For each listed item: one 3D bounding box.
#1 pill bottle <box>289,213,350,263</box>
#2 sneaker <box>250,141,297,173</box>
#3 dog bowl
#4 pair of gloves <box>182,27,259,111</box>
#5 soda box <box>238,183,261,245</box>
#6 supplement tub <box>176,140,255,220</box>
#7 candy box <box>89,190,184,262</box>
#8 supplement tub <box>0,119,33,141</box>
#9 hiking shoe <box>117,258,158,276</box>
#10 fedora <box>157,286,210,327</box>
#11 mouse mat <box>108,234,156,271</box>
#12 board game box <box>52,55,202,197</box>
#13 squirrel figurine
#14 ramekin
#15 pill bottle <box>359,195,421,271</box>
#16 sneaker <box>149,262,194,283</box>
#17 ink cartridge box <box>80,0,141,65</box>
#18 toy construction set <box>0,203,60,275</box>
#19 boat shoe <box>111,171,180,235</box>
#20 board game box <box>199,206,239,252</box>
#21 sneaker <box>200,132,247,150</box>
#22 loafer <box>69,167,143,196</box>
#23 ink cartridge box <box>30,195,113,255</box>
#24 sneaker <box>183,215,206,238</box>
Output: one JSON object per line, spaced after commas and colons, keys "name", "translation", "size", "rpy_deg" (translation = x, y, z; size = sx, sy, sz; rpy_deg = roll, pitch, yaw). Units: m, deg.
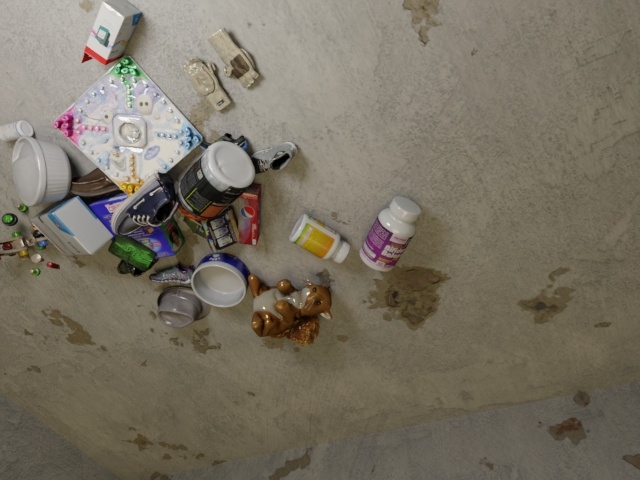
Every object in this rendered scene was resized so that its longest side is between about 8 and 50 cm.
{"name": "pill bottle", "translation": [0.000, 0.000, 1.793], "size": [0.245, 0.136, 0.136], "rpy_deg": [30, 122, -14]}
{"name": "sneaker", "translation": [-0.202, -0.304, 1.606], "size": [0.228, 0.132, 0.086], "rpy_deg": [-23, 119, 19]}
{"name": "dog bowl", "translation": [-0.477, 0.192, 1.991], "size": [0.264, 0.104, 0.265], "rpy_deg": [3, 125, 4]}
{"name": "pair of gloves", "translation": [-0.353, -0.604, 1.472], "size": [0.240, 0.042, 0.204], "rpy_deg": [-31, 120, 26]}
{"name": "soda box", "translation": [-0.303, -0.112, 1.773], "size": [0.083, 0.092, 0.264], "rpy_deg": [7, 125, -1]}
{"name": "supplement tub", "translation": [-0.422, -0.218, 1.614], "size": [0.207, 0.207, 0.337], "rpy_deg": [41, 136, -21]}
{"name": "candy box", "translation": [-0.801, -0.073, 1.832], "size": [0.267, 0.122, 0.317], "rpy_deg": [-8, 124, 12]}
{"name": "supplement tub", "translation": [-1.219, -0.436, 1.653], "size": [0.107, 0.071, 0.071], "rpy_deg": [-8, 123, 12]}
{"name": "hiking shoe", "translation": [-0.895, 0.125, 1.980], "size": [0.226, 0.114, 0.086], "rpy_deg": [-18, 120, 17]}
{"name": "fedora", "translation": [-0.719, 0.363, 2.121], "size": [0.275, 0.124, 0.244], "rpy_deg": [7, 125, 1]}
{"name": "mouse mat", "translation": [-0.842, 0.052, 1.847], "size": [0.189, 0.007, 0.153], "rpy_deg": [33, 124, -16]}
{"name": "board game box", "translation": [-0.723, -0.410, 1.563], "size": [0.389, 0.050, 0.390], "rpy_deg": [-37, 113, 8]}
{"name": "squirrel figurine", "translation": [-0.119, 0.333, 1.999], "size": [0.369, 0.281, 0.397], "rpy_deg": [-14, 137, 2]}
{"name": "ramekin", "translation": [-1.113, -0.275, 1.657], "size": [0.272, 0.127, 0.273], "rpy_deg": [6, 101, 35]}
{"name": "pill bottle", "translation": [0.295, -0.028, 1.726], "size": [0.169, 0.169, 0.302], "rpy_deg": [19, 124, -8]}
{"name": "sneaker", "translation": [-0.724, 0.154, 2.021], "size": [0.223, 0.083, 0.098], "rpy_deg": [3, 104, -1]}
{"name": "ink cartridge box", "translation": [-0.707, -0.685, 1.394], "size": [0.078, 0.134, 0.231], "rpy_deg": [34, 122, -17]}
{"name": "toy construction set", "translation": [-1.349, 0.038, 1.930], "size": [0.309, 0.257, 0.237], "rpy_deg": [44, 163, -5]}
{"name": "boat shoe", "translation": [-0.691, -0.101, 1.622], "size": [0.340, 0.158, 0.127], "rpy_deg": [-44, 148, 17]}
{"name": "board game box", "translation": [-0.438, -0.049, 1.816], "size": [0.141, 0.048, 0.171], "rpy_deg": [-26, 126, -21]}
{"name": "sneaker", "translation": [-0.378, -0.381, 1.623], "size": [0.187, 0.067, 0.078], "rpy_deg": [-2, 103, 9]}
{"name": "loafer", "translation": [-0.863, -0.273, 1.708], "size": [0.365, 0.134, 0.130], "rpy_deg": [-9, 117, 0]}
{"name": "ink cartridge box", "translation": [-1.083, -0.054, 1.798], "size": [0.307, 0.129, 0.223], "rpy_deg": [-3, 129, 41]}
{"name": "sneaker", "translation": [-0.536, -0.053, 1.862], "size": [0.086, 0.064, 0.192], "rpy_deg": [-18, 127, 35]}
